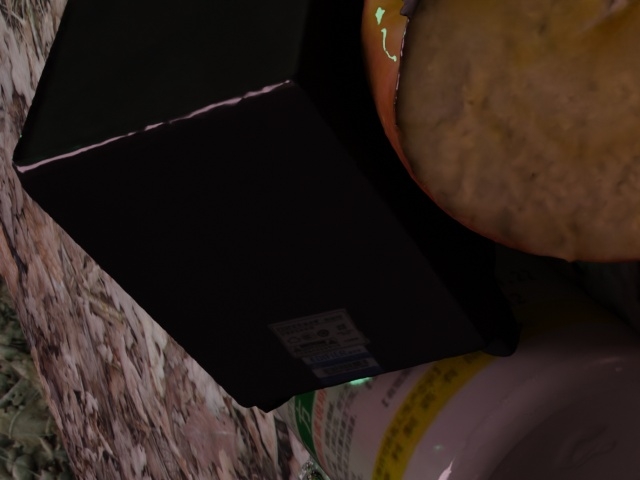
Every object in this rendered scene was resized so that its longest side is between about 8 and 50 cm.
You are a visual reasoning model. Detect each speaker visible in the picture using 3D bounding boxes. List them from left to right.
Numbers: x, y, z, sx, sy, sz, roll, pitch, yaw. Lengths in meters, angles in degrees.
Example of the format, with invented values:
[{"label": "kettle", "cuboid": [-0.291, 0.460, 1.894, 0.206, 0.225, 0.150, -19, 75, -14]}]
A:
[{"label": "speaker", "cuboid": [-0.014, -0.065, 0.773, 0.254, 0.184, 0.232, 51, -145, -41]}]

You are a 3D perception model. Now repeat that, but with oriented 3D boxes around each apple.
[{"label": "apple", "cuboid": [0.123, -0.151, 0.633, 0.163, 0.251, 0.293, -102, 7, -67]}]

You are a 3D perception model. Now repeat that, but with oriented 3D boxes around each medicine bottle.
[{"label": "medicine bottle", "cuboid": [0.073, 0.082, 0.930, 0.339, 0.208, 0.208, 43, 142, 49]}]

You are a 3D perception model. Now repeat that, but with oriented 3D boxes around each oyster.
[{"label": "oyster", "cuboid": [0.004, 0.273, 1.430, 0.098, 0.037, 0.100, -44, 41, 43]}]
